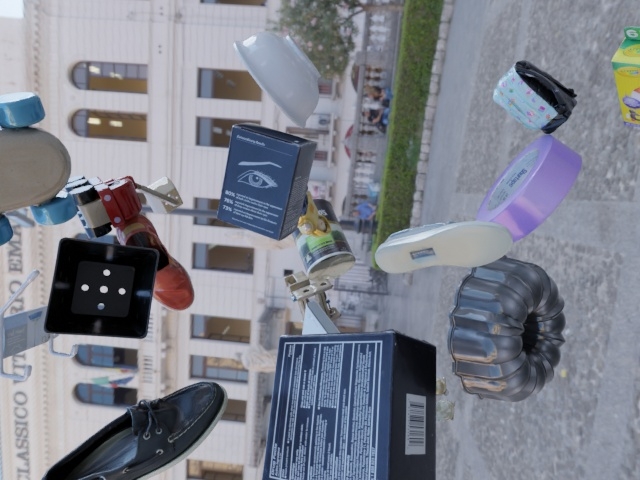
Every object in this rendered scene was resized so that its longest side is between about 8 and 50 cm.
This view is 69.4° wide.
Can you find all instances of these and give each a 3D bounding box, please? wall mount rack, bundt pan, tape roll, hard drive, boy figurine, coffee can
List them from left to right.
[{"bbox_3d":[-0.800,0.216,1.329,0.350,0.131,0.304,-28,-57,-82],"label":"wall mount rack"},{"bbox_3d":[-0.040,-0.090,1.492,0.285,0.092,0.177,62,-161,-49],"label":"boy figurine"},{"bbox_3d":[-0.002,0.371,1.445,0.203,0.040,0.307,48,140,45],"label":"hard drive"},{"bbox_3d":[0.000,0.000,1.860,0.201,0.202,0.275,89,161,-59],"label":"coffee can"},{"bbox_3d":[0.424,0.196,1.001,0.124,0.331,0.330,4,89,51],"label":"bundt pan"},{"bbox_3d":[0.517,-0.128,1.166,0.274,0.090,0.275,-54,0,0],"label":"tape roll"}]

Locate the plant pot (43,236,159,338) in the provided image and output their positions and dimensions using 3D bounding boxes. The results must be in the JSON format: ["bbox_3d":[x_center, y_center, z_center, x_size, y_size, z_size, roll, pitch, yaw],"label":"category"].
[{"bbox_3d":[-0.468,0.106,0.996,0.167,0.188,0.187,-13,70,63],"label":"plant pot"}]

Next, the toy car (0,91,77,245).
[{"bbox_3d":[-0.579,-0.141,0.798,0.210,0.238,0.219,-31,-47,-39],"label":"toy car"}]

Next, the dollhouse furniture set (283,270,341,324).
[{"bbox_3d":[-0.029,0.195,1.600,0.184,0.129,0.129,-135,28,-64],"label":"dollhouse furniture set"}]

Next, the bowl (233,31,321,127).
[{"bbox_3d":[-0.093,-0.472,1.290,0.298,0.134,0.298,48,-164,-19],"label":"bowl"}]

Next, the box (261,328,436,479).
[{"bbox_3d":[0.061,0.342,0.918,0.183,0.294,0.296,27,-119,-45],"label":"box"}]

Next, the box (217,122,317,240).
[{"bbox_3d":[-0.112,-0.126,0.969,0.108,0.153,0.207,-39,-33,-66],"label":"box"}]

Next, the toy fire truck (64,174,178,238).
[{"bbox_3d":[-0.498,-0.107,1.192,0.217,0.246,0.158,27,137,53],"label":"toy fire truck"}]

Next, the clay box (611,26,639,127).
[{"bbox_3d":[0.571,-0.261,0.769,0.222,0.127,0.053,31,-90,-46],"label":"clay box"}]

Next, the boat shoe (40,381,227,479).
[{"bbox_3d":[-0.336,0.356,0.844,0.127,0.340,0.113,45,160,50],"label":"boat shoe"}]

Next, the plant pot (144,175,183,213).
[{"bbox_3d":[-0.582,-0.161,1.738,0.109,0.096,0.109,-38,-48,-27],"label":"plant pot"}]

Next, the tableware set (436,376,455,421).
[{"bbox_3d":[0.339,0.504,1.446,0.020,0.169,0.141,41,-144,-44],"label":"tableware set"}]

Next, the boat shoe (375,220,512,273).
[{"bbox_3d":[0.203,-0.001,0.780,0.079,0.228,0.081,65,-147,-23],"label":"boat shoe"}]

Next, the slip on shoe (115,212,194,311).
[{"bbox_3d":[-0.435,0.075,1.234,0.101,0.123,0.331,43,157,51],"label":"slip on shoe"}]

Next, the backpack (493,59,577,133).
[{"bbox_3d":[0.521,-0.351,1.132,0.152,0.182,0.115,-44,-6,-48],"label":"backpack"}]
